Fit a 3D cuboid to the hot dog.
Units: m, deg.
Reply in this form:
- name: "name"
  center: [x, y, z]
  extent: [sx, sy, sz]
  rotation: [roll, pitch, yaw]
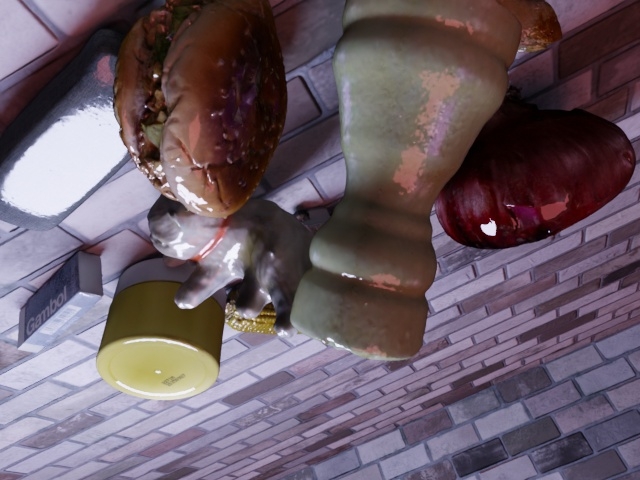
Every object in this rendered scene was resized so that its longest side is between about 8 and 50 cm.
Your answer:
- name: "hot dog"
  center: [0.274, -0.329, 0.758]
  extent: [0.169, 0.061, 0.078]
  rotation: [20, 98, -17]

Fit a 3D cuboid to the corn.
- name: "corn"
  center: [-0.118, 0.168, 1.181]
  extent: [0.261, 0.097, 0.097]
  rotation: [14, 132, -37]

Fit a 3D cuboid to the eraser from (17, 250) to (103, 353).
- name: "eraser"
  center: [-0.476, 0.116, 0.937]
  extent: [0.212, 0.092, 0.046]
  rotation: [-37, 142, 22]

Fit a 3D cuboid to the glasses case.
- name: "glasses case"
  center: [-0.335, -0.134, 0.698]
  extent: [0.323, 0.074, 0.131]
  rotation: [-35, 143, 19]

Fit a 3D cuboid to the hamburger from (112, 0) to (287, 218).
- name: "hamburger"
  center: [-0.127, -0.172, 0.634]
  extent: [0.146, 0.286, 0.243]
  rotation: [11, -174, 19]

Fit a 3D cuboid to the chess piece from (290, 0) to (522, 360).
- name: "chess piece"
  center: [0.092, -0.079, 0.681]
  extent: [0.234, 0.234, 0.442]
  rotation: [11, 97, -36]

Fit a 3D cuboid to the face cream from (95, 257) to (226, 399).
- name: "face cream"
  center: [-0.294, 0.171, 0.982]
  extent: [0.218, 0.179, 0.218]
  rotation: [-2, 135, -2]

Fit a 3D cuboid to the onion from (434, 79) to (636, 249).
- name: "onion"
  center: [0.350, -0.134, 0.916]
  extent: [0.347, 0.285, 0.347]
  rotation: [-21, -177, 1]

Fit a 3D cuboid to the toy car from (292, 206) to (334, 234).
- name: "toy car"
  center: [0.000, 0.000, 1.026]
  extent: [0.139, 0.112, 0.112]
  rotation: [-17, 160, -21]

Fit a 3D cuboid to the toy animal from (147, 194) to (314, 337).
- name: "toy animal"
  center: [-0.137, 0.010, 0.817]
  extent: [0.266, 0.308, 0.188]
  rotation: [-19, 130, -8]
